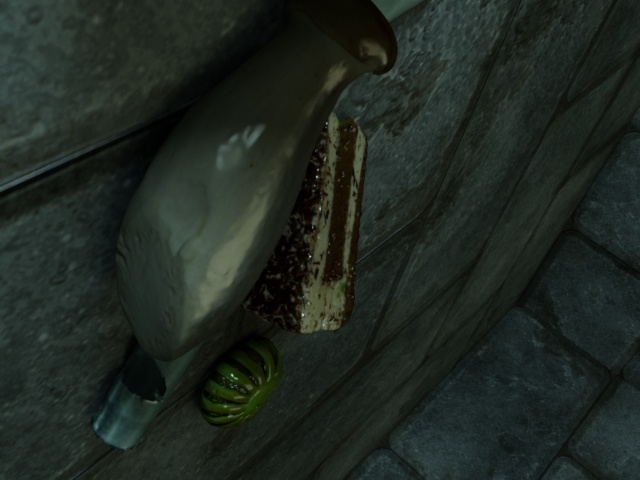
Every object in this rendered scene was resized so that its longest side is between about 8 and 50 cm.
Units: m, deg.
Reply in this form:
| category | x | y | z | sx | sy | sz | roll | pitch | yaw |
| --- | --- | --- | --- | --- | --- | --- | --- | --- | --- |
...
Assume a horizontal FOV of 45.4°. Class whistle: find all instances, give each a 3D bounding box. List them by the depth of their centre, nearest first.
| category | x | y | z | sx | sy | sz | roll | pitch | yaw |
| --- | --- | --- | --- | --- | --- | --- | --- | --- | --- |
| whistle | -0.144 | 0.085 | 0.803 | 0.312 | 0.062 | 0.062 | -57 | 159 | 13 |

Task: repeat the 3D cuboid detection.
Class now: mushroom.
| category | x | y | z | sx | sy | sz | roll | pitch | yaw |
| --- | --- | --- | --- | --- | --- | --- | --- | --- | --- |
| mushroom | -0.066 | -0.058 | 0.637 | 0.350 | 0.128 | 0.128 | -55 | 160 | 2 |

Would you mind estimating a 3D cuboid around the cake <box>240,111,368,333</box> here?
| category | x | y | z | sx | sy | sz | roll | pitch | yaw |
| --- | --- | --- | --- | --- | --- | --- | --- | --- | --- |
| cake | 0.009 | -0.006 | 0.869 | 0.246 | 0.135 | 0.112 | -56 | 158 | 11 |

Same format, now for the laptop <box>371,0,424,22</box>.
| category | x | y | z | sx | sy | sz | roll | pitch | yaw |
| --- | --- | --- | --- | --- | --- | --- | --- | --- | --- |
| laptop | 0.084 | -0.307 | 0.688 | 0.188 | 0.015 | 0.269 | -38 | 156 | -33 |

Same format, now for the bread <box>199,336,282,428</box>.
| category | x | y | z | sx | sy | sz | roll | pitch | yaw |
| --- | --- | --- | --- | --- | --- | --- | --- | --- | --- |
| bread | -0.107 | 0.203 | 1.071 | 0.139 | 0.071 | 0.130 | -42 | 153 | -25 |
